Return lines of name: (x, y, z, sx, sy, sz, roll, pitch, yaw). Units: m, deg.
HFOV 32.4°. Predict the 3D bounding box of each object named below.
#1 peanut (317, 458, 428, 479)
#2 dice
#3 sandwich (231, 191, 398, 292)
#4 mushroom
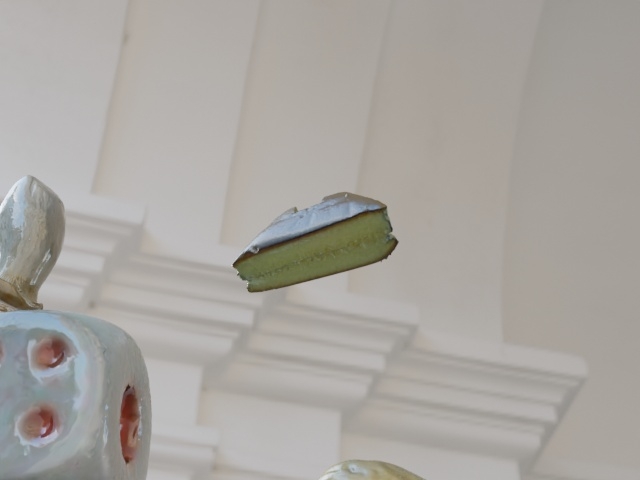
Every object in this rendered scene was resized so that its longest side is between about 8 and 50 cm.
peanut: (0.118, 0.290, 1.110, 0.263, 0.101, 0.117, 11, -18, 14)
dice: (-0.283, 0.189, 1.126, 0.191, 0.193, 0.194, -2, -28, 3)
sandwich: (0.000, 0.000, 1.509, 0.244, 0.088, 0.090, -18, -64, 23)
mushroom: (-0.371, 0.008, 1.392, 0.088, 0.212, 0.097, 5, -39, -7)
